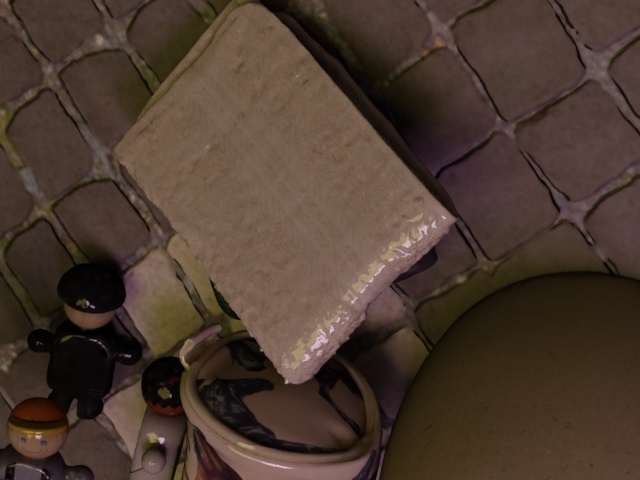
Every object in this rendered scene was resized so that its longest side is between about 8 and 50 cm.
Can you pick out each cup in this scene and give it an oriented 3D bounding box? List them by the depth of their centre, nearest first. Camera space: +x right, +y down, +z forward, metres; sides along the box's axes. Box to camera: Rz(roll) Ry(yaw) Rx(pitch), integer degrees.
[{"bbox_3d":[0.171,0.215,1.388,0.331,0.237,0.331,9,111,25],"label":"cup"}]

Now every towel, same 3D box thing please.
[{"bbox_3d":[-0.033,-0.046,1.445,0.187,0.049,0.282,-48,58,17],"label":"towel"}]

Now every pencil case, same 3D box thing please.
[{"bbox_3d":[-0.062,0.255,1.532,0.183,0.160,0.410,20,128,10],"label":"pencil case"}]

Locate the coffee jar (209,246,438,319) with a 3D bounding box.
[{"bbox_3d":[0.000,0.000,1.495,0.184,0.079,0.096,-14,93,32],"label":"coffee jar"}]

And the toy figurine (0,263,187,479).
[{"bbox_3d":[-0.218,0.130,1.568,0.209,0.213,0.148,41,129,40],"label":"toy figurine"}]
